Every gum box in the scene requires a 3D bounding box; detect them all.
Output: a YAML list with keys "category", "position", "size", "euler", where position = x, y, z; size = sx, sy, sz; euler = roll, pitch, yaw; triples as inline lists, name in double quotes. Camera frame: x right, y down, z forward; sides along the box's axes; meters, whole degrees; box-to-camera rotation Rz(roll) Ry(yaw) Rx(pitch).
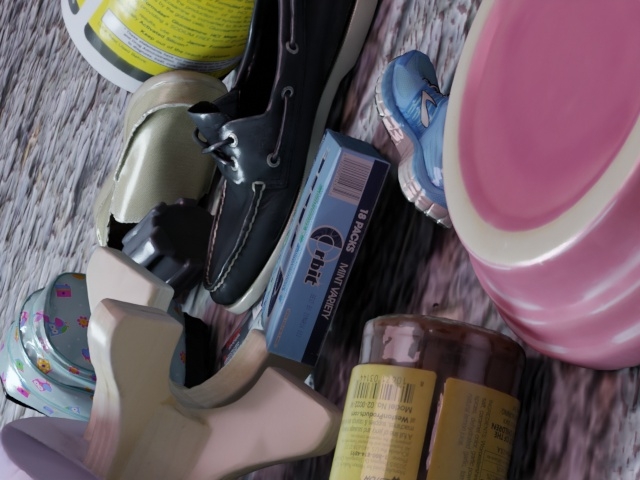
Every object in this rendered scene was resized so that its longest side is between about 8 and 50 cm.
- category: "gum box"
  position: [0.000, 0.000, 1.310]
  size: [0.184, 0.041, 0.157]
  euler: [-107, 36, -82]

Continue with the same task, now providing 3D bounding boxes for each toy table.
- category: "toy table"
  position: [-0.109, 0.131, 1.277]
  size: [0.252, 0.274, 0.161]
  euler: [32, 98, 20]

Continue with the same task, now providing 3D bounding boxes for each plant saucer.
- category: "plant saucer"
  position: [0.172, -0.093, 1.023]
  size: [0.332, 0.084, 0.332]
  euler: [-46, 34, 46]

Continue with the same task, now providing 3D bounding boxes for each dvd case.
- category: "dvd case"
  position: [-0.055, 0.108, 1.454]
  size: [0.087, 0.013, 0.119]
  euler: [-55, 30, 33]

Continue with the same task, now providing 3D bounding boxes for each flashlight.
- category: "flashlight"
  position: [-0.194, 0.065, 1.691]
  size: [0.304, 0.103, 0.103]
  euler: [-42, 33, 40]

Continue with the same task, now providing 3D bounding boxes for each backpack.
- category: "backpack"
  position: [-0.191, 0.102, 1.540]
  size: [0.115, 0.182, 0.152]
  euler: [-52, 30, 38]

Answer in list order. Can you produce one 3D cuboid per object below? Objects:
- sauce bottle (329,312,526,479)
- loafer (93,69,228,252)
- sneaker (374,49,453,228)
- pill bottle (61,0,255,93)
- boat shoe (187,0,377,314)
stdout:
- category: "sauce bottle"
  position: [0.042, 0.220, 1.051]
  size: [0.111, 0.111, 0.344]
  euler: [-10, 64, 63]
- category: "loafer"
  position: [-0.152, -0.059, 1.679]
  size: [0.268, 0.102, 0.092]
  euler: [118, 150, -49]
- category: "sneaker"
  position: [0.091, -0.082, 1.238]
  size: [0.073, 0.063, 0.162]
  euler: [-39, 42, 23]
- category: "pill bottle"
  position: [-0.092, -0.289, 1.589]
  size: [0.334, 0.188, 0.188]
  euler: [-44, 36, 46]
- category: "boat shoe"
  position: [-0.054, -0.109, 1.475]
  size: [0.340, 0.113, 0.127]
  euler: [-68, 23, 8]
